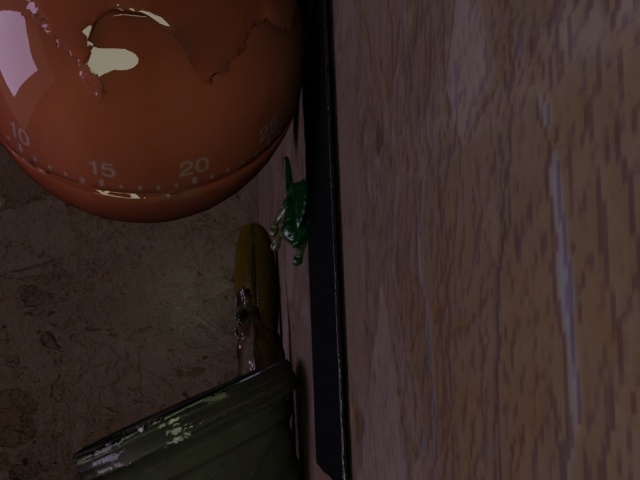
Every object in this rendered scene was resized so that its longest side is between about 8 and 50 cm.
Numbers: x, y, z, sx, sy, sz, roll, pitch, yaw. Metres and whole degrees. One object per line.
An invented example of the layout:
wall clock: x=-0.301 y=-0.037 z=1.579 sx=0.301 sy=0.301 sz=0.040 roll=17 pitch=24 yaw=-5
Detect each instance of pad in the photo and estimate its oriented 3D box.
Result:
pad: x=0.001 y=0.000 z=0.594 sx=0.202 sy=0.005 sz=0.300 roll=114 pitch=154 yaw=-80

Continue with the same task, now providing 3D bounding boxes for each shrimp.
shrimp: x=-0.062 y=0.189 z=1.087 sx=0.145 sy=0.059 sz=0.254 roll=78 pitch=-178 yaw=-60

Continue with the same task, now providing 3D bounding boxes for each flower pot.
flower pot: x=-0.105 y=0.215 z=0.868 sx=0.140 sy=0.235 sz=0.235 roll=63 pitch=172 yaw=5

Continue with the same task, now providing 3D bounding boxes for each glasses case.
glasses case: x=-0.095 y=0.072 z=1.352 sx=0.079 sy=0.064 sz=0.234 roll=92 pitch=174 yaw=-47

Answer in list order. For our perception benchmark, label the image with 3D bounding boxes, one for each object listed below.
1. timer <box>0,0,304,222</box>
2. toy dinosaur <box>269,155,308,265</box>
timer: x=-0.123 y=-0.132 z=0.638 sx=0.215 sy=0.229 sz=0.230 roll=111 pitch=159 yaw=-52
toy dinosaur: x=-0.020 y=-0.030 z=0.748 sx=0.060 sy=0.029 sz=0.120 roll=118 pitch=159 yaw=-48
